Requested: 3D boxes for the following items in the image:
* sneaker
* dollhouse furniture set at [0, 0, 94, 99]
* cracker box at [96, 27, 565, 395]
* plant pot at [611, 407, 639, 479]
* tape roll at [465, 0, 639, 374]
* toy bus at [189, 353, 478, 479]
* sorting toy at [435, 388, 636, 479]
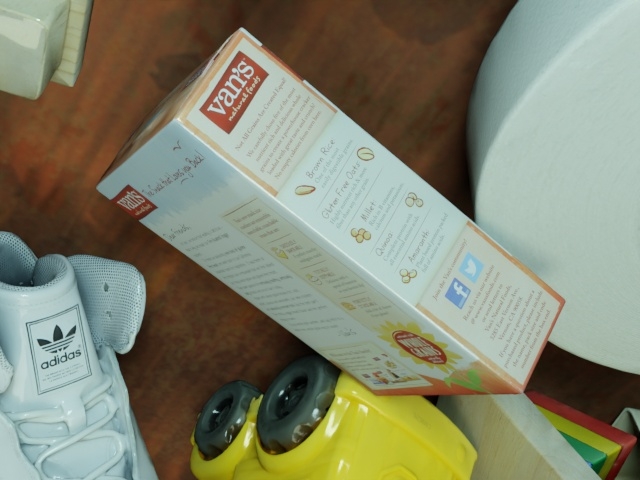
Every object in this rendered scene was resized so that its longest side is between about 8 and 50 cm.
[{"bbox_3d":[-0.159,0.144,0.592,0.137,0.366,0.210,-16,135,-41],"label":"sneaker"},{"bbox_3d":[-0.204,-0.259,0.284,0.355,0.174,0.303,19,131,-8],"label":"dollhouse furniture set"},{"bbox_3d":[0.000,0.000,0.532,0.232,0.067,0.155,38,157,-17],"label":"cracker box"},{"bbox_3d":[0.286,0.210,0.757,0.096,0.109,0.109,4,133,-17],"label":"plant pot"},{"bbox_3d":[0.273,-0.047,0.502,0.392,0.072,0.392,1,142,0],"label":"tape roll"},{"bbox_3d":[-0.019,0.214,0.679,0.149,0.211,0.220,39,142,-24],"label":"toy bus"},{"bbox_3d":[0.186,0.237,0.705,0.089,0.255,0.257,-20,141,-26],"label":"sorting toy"}]
